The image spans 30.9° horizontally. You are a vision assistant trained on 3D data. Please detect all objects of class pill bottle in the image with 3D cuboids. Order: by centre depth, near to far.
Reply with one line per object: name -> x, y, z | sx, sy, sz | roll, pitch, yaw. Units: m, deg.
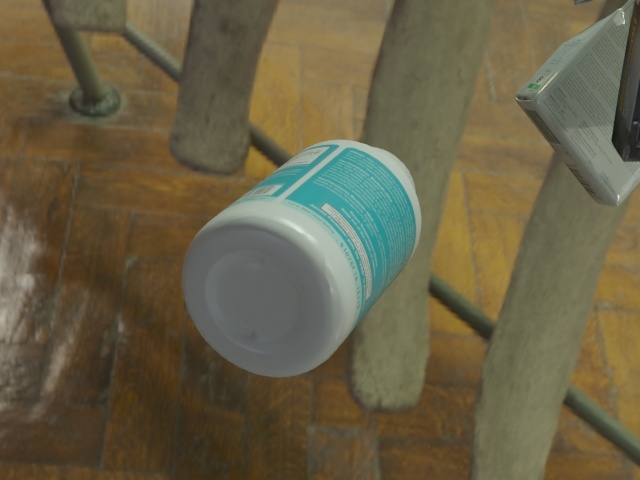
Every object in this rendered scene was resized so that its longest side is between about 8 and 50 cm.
pill bottle -> 0.000, 0.000, 1.014 | 0.146, 0.146, 0.264 | 28, 31, 12

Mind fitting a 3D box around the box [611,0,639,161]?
box -> 0.431, -0.171, 1.191 | 0.231, 0.183, 0.056 | 0, 31, -2

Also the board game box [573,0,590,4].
board game box -> 0.260, -0.310, 1.114 | 0.103, 0.026, 0.154 | -19, 82, -28

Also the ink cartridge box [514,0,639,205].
ink cartridge box -> 0.353, -0.179, 1.331 | 0.225, 0.181, 0.056 | -48, 26, -8
